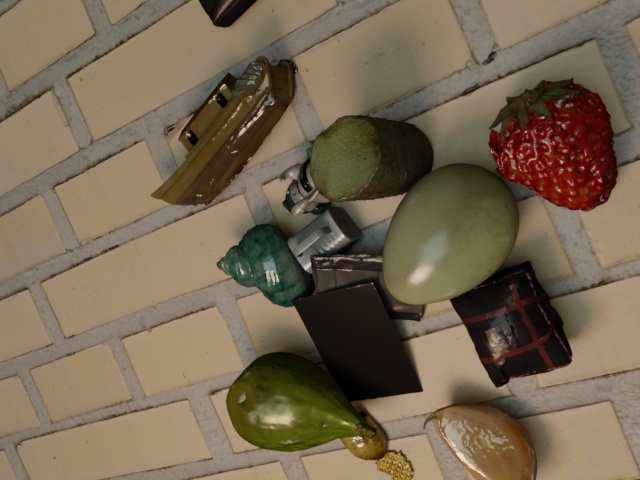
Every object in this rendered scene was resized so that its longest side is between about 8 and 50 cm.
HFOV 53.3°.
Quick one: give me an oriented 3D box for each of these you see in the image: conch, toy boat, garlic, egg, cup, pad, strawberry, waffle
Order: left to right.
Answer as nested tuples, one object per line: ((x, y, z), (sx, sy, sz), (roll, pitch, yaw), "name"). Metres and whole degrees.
((-0.229, -0.232, 1.406), (0.162, 0.136, 0.445), (50, 118, 11), "toy boat")
((-0.123, 0.060, 1.426), (0.202, 0.134, 0.196), (11, 106, 21), "conch")
((0.000, 0.000, 1.359), (0.129, 0.128, 0.095), (-41, 74, 24), "cup")
((0.082, 0.232, 1.400), (0.202, 0.005, 0.299), (-15, 114, 27), "pad")
((0.101, 0.101, 1.343), (0.233, 0.022, 0.174), (0, 125, 12), "pad")
((0.174, 0.526, 1.474), (0.085, 0.016, 0.078), (47, 117, 6), "waffle")
((0.233, -0.006, 1.179), (0.218, 0.218, 0.295), (38, 81, 12), "egg")
((0.332, 0.421, 1.295), (0.245, 0.164, 0.145), (43, 133, 15), "garlic")
((0.421, -0.150, 1.113), (0.205, 0.205, 0.244), (-29, 110, 27), "strawberry")

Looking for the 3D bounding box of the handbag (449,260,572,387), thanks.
((0.367, 0.157, 1.216), (0.169, 0.155, 0.215), (-27, 88, 21), "handbag")

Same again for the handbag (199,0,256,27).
((-0.192, -0.602, 1.324), (0.247, 0.080, 0.223), (-35, 87, 27), "handbag")

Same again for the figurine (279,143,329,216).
((-0.012, -0.119, 1.340), (0.126, 0.147, 0.192), (47, 137, -13), "figurine")

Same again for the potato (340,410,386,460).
((0.100, 0.462, 1.457), (0.103, 0.066, 0.096), (38, 119, 19), "potato")

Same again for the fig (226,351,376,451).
((-0.051, 0.394, 1.422), (0.314, 0.233, 0.233), (39, 115, 16), "fig")

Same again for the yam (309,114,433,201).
((0.099, -0.155, 1.211), (0.161, 0.268, 0.161), (4, 98, 32), "yam")
